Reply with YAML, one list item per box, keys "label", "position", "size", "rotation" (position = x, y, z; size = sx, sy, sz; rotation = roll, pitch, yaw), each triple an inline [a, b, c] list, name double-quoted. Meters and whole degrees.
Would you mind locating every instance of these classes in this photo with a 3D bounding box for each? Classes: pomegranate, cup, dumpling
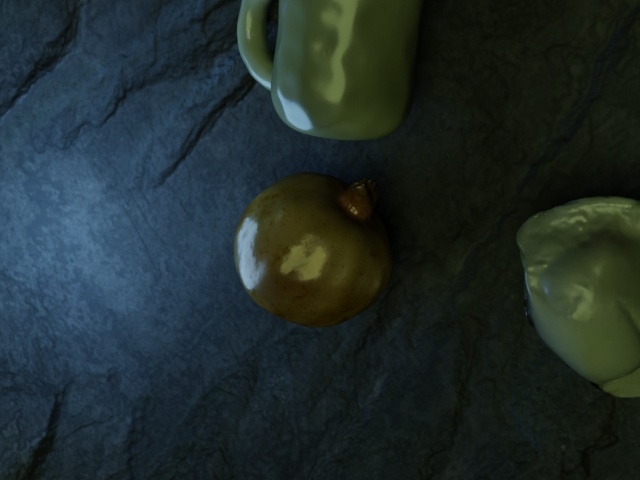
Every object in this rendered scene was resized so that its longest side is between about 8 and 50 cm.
- label: "pomegranate"
  position: [-0.009, 0.012, 1.381]
  size: [0.207, 0.207, 0.207]
  rotation: [7, 110, 19]
- label: "cup"
  position: [-0.007, -0.240, 1.299]
  size: [0.255, 0.173, 0.202]
  rotation: [11, 110, 16]
- label: "dumpling"
  position: [0.361, 0.059, 1.290]
  size: [0.227, 0.243, 0.175]
  rotation: [-32, 54, 10]
